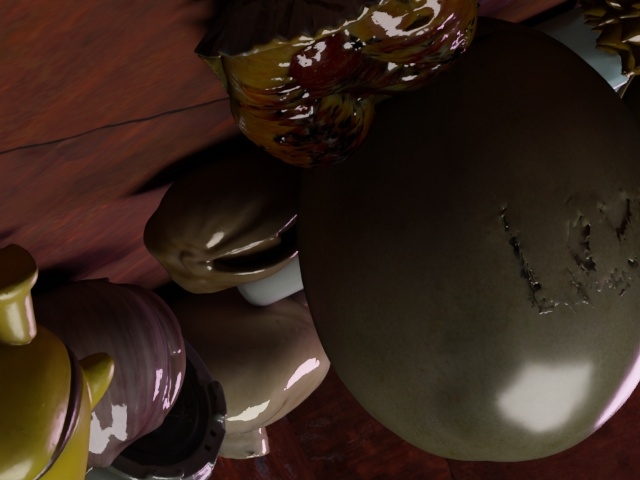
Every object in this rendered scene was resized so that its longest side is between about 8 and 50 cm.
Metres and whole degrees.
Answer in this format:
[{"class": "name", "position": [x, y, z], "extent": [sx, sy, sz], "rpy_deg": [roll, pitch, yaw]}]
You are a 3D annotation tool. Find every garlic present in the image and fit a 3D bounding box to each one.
[{"class": "garlic", "position": [-0.251, 0.136, 1.387], "extent": [0.256, 0.207, 0.207], "rpy_deg": [-59, 165, 11]}]

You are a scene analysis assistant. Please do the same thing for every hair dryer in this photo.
[{"class": "hair dryer", "position": [0.000, 0.000, 1.785], "extent": [0.131, 0.073, 0.236], "rpy_deg": [-28, -178, 26]}]

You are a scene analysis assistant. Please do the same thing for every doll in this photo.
[{"class": "doll", "position": [-0.245, 0.164, 1.213], "extent": [0.199, 0.145, 0.363], "rpy_deg": [-20, 136, -23]}]

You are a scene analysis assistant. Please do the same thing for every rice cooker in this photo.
[{"class": "rice cooker", "position": [-0.240, 0.204, 1.602], "extent": [0.227, 0.280, 0.241], "rpy_deg": [-40, -156, 38]}]

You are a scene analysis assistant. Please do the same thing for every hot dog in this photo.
[{"class": "hot dog", "position": [0.019, -0.110, 0.896], "extent": [0.162, 0.082, 0.270], "rpy_deg": [-28, 172, 1]}]

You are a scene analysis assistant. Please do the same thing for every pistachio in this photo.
[{"class": "pistachio", "position": [-0.062, -0.020, 1.200], "extent": [0.149, 0.113, 0.113], "rpy_deg": [-30, 176, -30]}]

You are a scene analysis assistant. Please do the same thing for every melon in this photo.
[{"class": "melon", "position": [0.117, -0.005, 1.109], "extent": [0.268, 0.330, 0.268], "rpy_deg": [-7, -166, 2]}]

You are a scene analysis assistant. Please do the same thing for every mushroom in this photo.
[{"class": "mushroom", "position": [-0.107, 0.156, 1.797], "extent": [0.246, 0.202, 0.246], "rpy_deg": [-12, -167, 3]}]

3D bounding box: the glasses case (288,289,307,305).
[{"class": "glasses case", "position": [-0.021, 0.049, 1.887], "extent": [0.081, 0.051, 0.204], "rpy_deg": [-23, -169, -37]}]

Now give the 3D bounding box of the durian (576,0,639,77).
[{"class": "durian", "position": [0.301, -0.197, 1.095], "extent": [0.183, 0.138, 0.249], "rpy_deg": [-12, 161, -30]}]

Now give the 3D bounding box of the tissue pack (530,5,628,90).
[{"class": "tissue pack", "position": [0.117, -0.096, 1.320], "extent": [0.263, 0.089, 0.177], "rpy_deg": [-24, 175, -8]}]

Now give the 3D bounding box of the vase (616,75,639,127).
[{"class": "vase", "position": [0.302, -0.103, 1.524], "extent": [0.302, 0.241, 0.329], "rpy_deg": [-15, 137, -33]}]
